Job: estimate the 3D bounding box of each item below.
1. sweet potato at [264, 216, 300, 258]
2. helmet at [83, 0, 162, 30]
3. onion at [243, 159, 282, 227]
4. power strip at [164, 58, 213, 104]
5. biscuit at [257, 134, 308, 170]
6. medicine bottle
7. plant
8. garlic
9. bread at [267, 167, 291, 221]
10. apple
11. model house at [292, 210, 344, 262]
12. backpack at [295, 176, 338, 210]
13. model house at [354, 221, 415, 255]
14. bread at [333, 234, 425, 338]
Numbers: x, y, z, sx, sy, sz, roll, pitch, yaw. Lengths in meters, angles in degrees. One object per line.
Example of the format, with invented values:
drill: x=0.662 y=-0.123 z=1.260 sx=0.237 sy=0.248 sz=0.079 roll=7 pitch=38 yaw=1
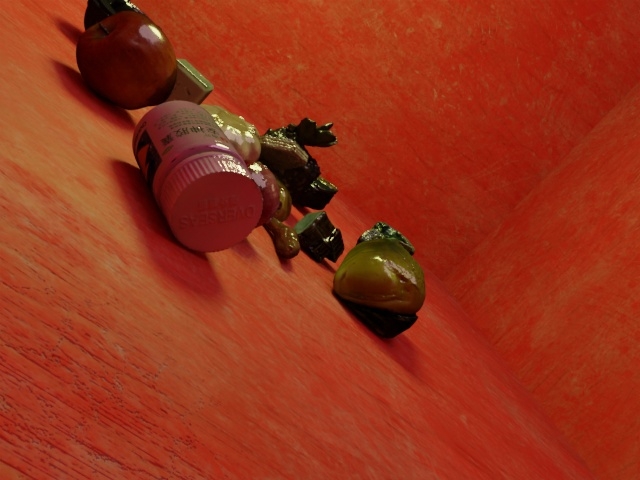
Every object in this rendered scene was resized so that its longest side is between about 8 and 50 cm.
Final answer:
sweet potato: x=-0.093 y=-0.007 z=1.710 sx=0.078 sy=0.058 sz=0.255 roll=15 pitch=17 yaw=-26
helmet: x=-0.592 y=-0.607 z=1.993 sx=0.230 sy=0.160 sz=0.279 roll=42 pitch=21 yaw=-9
onion: x=-0.174 y=-0.094 z=1.485 sx=0.159 sy=0.159 sz=0.195 roll=43 pitch=21 yaw=0
power strip: x=-0.431 y=-0.478 z=2.144 sx=0.140 sy=0.139 sz=0.224 roll=41 pitch=10 yaw=-12
biscuit: x=-0.173 y=-0.243 z=1.960 sx=0.147 sy=0.250 sz=0.046 roll=43 pitch=46 yaw=-53
medicine bottle: x=-0.233 y=-0.124 z=1.265 sx=0.178 sy=0.178 sz=0.291 roll=35 pitch=13 yaw=-42
plant: x=-0.088 y=-0.269 z=2.132 sx=0.213 sy=0.312 sz=0.215 roll=40 pitch=12 yaw=3
garlic: x=-0.270 y=-0.263 z=1.804 sx=0.228 sy=0.152 sz=0.228 roll=27 pitch=22 yaw=-12
bread: x=-0.154 y=-0.139 z=1.911 sx=0.213 sy=0.105 sz=0.213 roll=44 pitch=7 yaw=-7
apple: x=-0.443 y=-0.410 z=1.590 sx=0.230 sy=0.230 sz=0.230 roll=42 pitch=9 yaw=-8
model house: x=-0.003 y=0.004 z=1.972 sx=0.152 sy=0.106 sz=0.165 roll=53 pitch=43 yaw=-12
backpack: x=-0.080 y=-0.206 z=2.483 sx=0.258 sy=0.133 sz=0.206 roll=41 pitch=16 yaw=24
model house: x=0.238 y=0.031 z=2.598 sx=0.194 sy=0.170 sz=0.211 roll=47 pitch=10 yaw=9
bread: x=0.173 y=0.114 z=1.882 sx=0.251 sy=0.208 sz=0.376 roll=39 pitch=13 yaw=2
